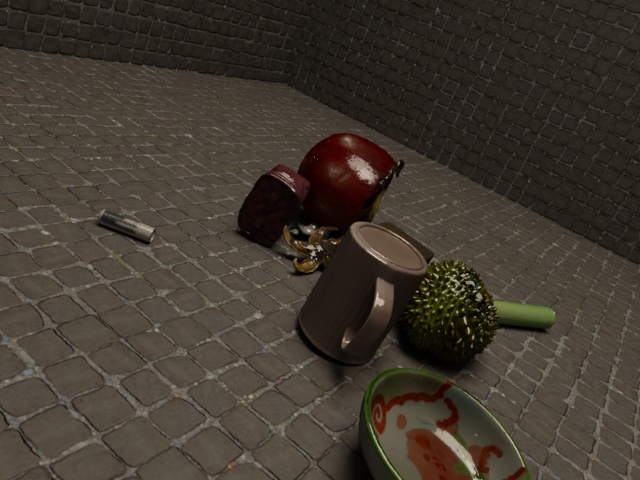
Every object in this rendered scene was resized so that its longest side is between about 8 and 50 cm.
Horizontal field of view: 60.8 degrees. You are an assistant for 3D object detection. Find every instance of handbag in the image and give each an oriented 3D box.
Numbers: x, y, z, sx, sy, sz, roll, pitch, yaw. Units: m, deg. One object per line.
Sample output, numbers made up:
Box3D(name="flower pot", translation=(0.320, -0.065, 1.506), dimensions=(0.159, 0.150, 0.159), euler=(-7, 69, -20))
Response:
Box3D(name="handbag", translation=(-0.138, -0.103, 1.591), dimensions=(0.146, 0.225, 0.135), euler=(35, 27, -2))

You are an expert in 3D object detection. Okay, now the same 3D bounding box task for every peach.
Box3D(name="peach", translation=(0.093, -0.164, 1.794), dimensions=(0.353, 0.339, 0.416), euler=(7, 23, -31))

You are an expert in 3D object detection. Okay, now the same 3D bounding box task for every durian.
Box3D(name="durian", translation=(0.333, 0.172, 1.390), dimensions=(0.291, 0.224, 0.291), euler=(15, 43, -14))

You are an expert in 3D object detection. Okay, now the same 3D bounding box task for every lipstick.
Box3D(name="lipstick", translation=(0.614, 0.232, 1.720), dimensions=(0.304, 0.076, 0.076), euler=(10, 26, -26))
Box3D(name="lipstick", translation=(-0.487, -0.037, 1.370), dimensions=(0.141, 0.040, 0.040), euler=(22, 23, -2))

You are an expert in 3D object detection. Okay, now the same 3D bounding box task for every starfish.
Box3D(name="starfish", translation=(-0.012, 0.026, 1.580), dimensions=(0.216, 0.071, 0.238), euler=(35, 38, 6))

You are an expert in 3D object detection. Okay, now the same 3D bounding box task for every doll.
Box3D(name="doll", translation=(0.000, 0.000, 1.690), dimensions=(0.219, 0.067, 0.091), euler=(26, 30, 12))

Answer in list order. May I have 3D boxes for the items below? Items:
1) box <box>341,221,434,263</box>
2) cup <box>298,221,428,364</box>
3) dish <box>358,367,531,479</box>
Box3D(name="box", translation=(0.160, 0.070, 1.498), dimensions=(0.184, 0.143, 0.273), euler=(38, 30, 21))
Box3D(name="cup", translation=(0.082, 0.125, 1.227), dimensions=(0.208, 0.273, 0.288), euler=(36, 24, 15))
Box3D(name="dish", translation=(0.195, 0.386, 0.957), dimensions=(0.324, 0.124, 0.324), euler=(22, 28, -12))
